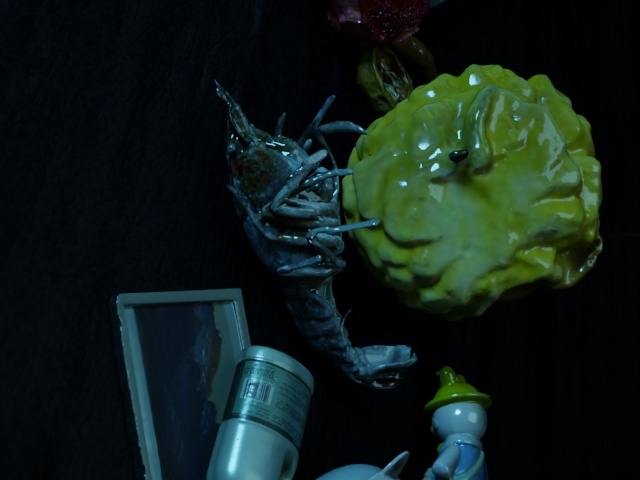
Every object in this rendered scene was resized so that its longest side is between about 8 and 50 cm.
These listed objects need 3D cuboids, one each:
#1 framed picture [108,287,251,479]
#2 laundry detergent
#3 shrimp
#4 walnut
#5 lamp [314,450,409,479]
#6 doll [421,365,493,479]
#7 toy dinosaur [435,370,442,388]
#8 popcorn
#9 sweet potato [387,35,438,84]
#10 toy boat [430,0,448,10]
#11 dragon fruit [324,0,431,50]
[{"bbox_3d":[-0.126,0.182,1.122,0.192,0.018,0.266,-1,77,-53],"label":"framed picture"},{"bbox_3d":[-0.066,0.225,1.108,0.099,0.070,0.226,46,43,-38],"label":"laundry detergent"},{"bbox_3d":[-0.005,-0.001,1.257,0.221,0.165,0.411,-107,-178,-70],"label":"shrimp"},{"bbox_3d":[0.087,-0.221,1.550,0.121,0.052,0.091,55,37,-28],"label":"walnut"},{"bbox_3d":[-0.001,0.321,1.132,0.108,0.180,0.246,36,55,19],"label":"lamp"},{"bbox_3d":[0.184,0.286,1.438,0.135,0.098,0.241,13,62,-26],"label":"doll"},{"bbox_3d":[0.187,0.218,1.537,0.083,0.021,0.062,28,42,-44],"label":"toy dinosaur"},{"bbox_3d":[0.195,-0.061,1.445,0.381,0.348,0.349,-153,-136,-85],"label":"popcorn"},{"bbox_3d":[0.145,-0.285,1.666,0.179,0.044,0.044,34,51,-43],"label":"sweet potato"},{"bbox_3d":[0.168,-0.509,1.748,0.061,0.096,0.299,20,58,-39],"label":"toy boat"},{"bbox_3d":[0.065,-0.369,1.508,0.189,0.163,0.261,42,32,23],"label":"dragon fruit"}]
